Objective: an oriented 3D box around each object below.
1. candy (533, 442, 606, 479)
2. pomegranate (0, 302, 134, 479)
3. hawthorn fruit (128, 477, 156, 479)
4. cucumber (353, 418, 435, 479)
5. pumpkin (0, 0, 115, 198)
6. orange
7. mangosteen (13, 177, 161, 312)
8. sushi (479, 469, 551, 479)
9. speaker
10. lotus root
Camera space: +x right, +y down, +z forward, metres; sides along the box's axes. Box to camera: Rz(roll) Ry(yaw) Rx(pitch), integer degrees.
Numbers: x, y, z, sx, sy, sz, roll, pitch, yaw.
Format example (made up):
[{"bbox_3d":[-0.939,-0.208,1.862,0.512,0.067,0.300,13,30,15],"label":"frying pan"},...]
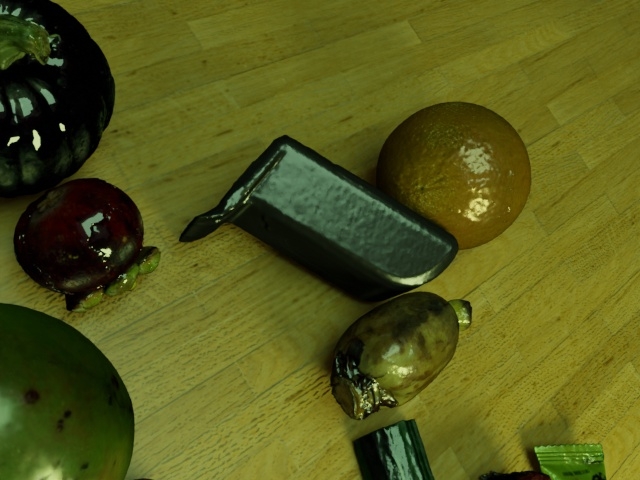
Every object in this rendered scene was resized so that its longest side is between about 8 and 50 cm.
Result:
[{"bbox_3d":[0.454,0.477,1.108,0.149,0.069,0.246,1,74,-22],"label":"candy"},{"bbox_3d":[-0.350,0.173,0.693,0.359,0.309,0.216,29,60,28],"label":"pomegranate"},{"bbox_3d":[-0.238,0.389,0.751,0.204,0.162,0.162,-34,87,-16],"label":"hawthorn fruit"},{"bbox_3d":[0.123,0.344,0.996,0.117,0.062,0.115,-6,69,-31],"label":"cucumber"},{"bbox_3d":[-0.417,-0.210,0.817,0.296,0.296,0.295,11,65,-24],"label":"pumpkin"},{"bbox_3d":[0.231,-0.111,1.121,0.274,0.274,0.274,11,65,-24],"label":"orange"},{"bbox_3d":[-0.310,0.010,0.859,0.166,0.166,0.180,-54,125,-33],"label":"mangosteen"},{"bbox_3d":[0.278,0.456,0.997,0.225,0.126,0.136,-22,80,-39],"label":"sushi"},{"bbox_3d":[0.000,0.000,1.014,0.388,0.180,0.184,29,66,-13],"label":"speaker"},{"bbox_3d":[0.125,0.168,1.007,0.314,0.169,0.141,-26,59,-35],"label":"lotus root"}]
